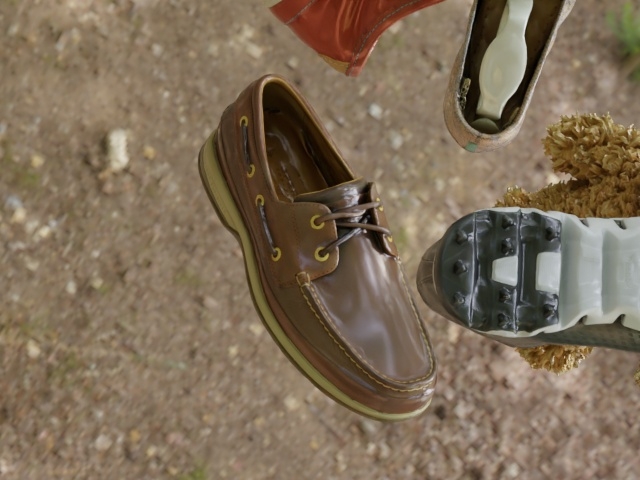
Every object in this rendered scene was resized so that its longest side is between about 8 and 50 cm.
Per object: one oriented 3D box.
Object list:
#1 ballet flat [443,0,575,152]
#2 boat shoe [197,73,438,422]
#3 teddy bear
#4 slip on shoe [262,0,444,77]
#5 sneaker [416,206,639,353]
[{"bbox_3d":[0.192,-0.230,1.294,0.108,0.316,0.106,13,10,5],"label":"ballet flat"},{"bbox_3d":[0.000,0.000,0.627,0.064,0.060,0.178,-10,56,-33],"label":"boat shoe"},{"bbox_3d":[0.239,0.008,1.126,0.113,0.338,0.245,3,92,-29],"label":"teddy bear"},{"bbox_3d":[0.114,-0.207,0.815,0.101,0.331,0.123,54,21,-13],"label":"slip on shoe"},{"bbox_3d":[0.156,0.024,0.753,0.234,0.106,0.078,6,85,-16],"label":"sneaker"}]
